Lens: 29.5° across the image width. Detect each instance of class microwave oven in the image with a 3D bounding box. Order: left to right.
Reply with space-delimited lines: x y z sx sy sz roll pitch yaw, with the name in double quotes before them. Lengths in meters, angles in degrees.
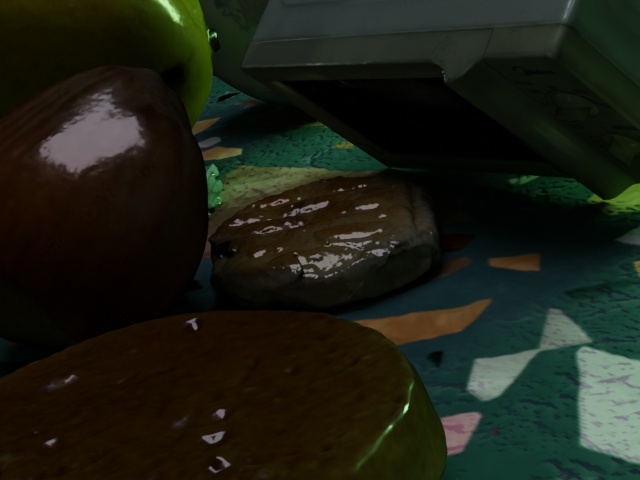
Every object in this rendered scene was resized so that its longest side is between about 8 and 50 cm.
"microwave oven" 0.156 -0.196 0.952 0.355 0.218 0.286 8 71 52

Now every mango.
"mango" -0.307 -0.144 1.178 0.445 0.220 0.301 -19 -28 24

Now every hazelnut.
"hazelnut" -0.174 -0.021 0.856 0.186 0.210 0.210 -13 19 -11

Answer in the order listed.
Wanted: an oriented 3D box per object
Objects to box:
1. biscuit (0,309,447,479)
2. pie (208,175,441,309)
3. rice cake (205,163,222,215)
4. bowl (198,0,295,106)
"biscuit" -0.134 0.139 0.565 0.394 0.070 0.350 -27 21 -36
"pie" 0.000 0.000 0.900 0.195 0.046 0.195 -10 19 4
"rice cake" -0.204 -0.019 1.099 0.211 0.038 0.124 -8 19 19
"bowl" 0.018 -0.246 1.330 0.345 0.345 0.157 -21 64 -21
